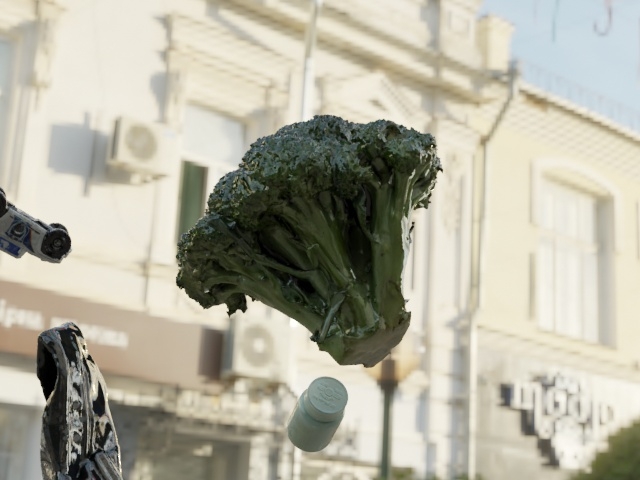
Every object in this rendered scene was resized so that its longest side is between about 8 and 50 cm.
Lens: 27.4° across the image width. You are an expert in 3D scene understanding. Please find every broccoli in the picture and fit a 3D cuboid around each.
[{"bbox_3d":[0.000,0.000,1.472,0.304,0.283,0.321,-13,-27,-24],"label":"broccoli"}]

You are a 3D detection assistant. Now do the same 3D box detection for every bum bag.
[{"bbox_3d":[-0.197,0.219,1.093,0.074,0.310,0.137,-6,-18,6],"label":"bum bag"}]

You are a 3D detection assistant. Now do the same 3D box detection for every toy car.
[{"bbox_3d":[-0.420,-0.020,1.789,0.171,0.070,0.080,32,0,-17],"label":"toy car"}]

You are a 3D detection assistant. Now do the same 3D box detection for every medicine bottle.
[{"bbox_3d":[-0.002,0.167,1.264,0.047,0.047,0.083,7,-36,-12],"label":"medicine bottle"}]
